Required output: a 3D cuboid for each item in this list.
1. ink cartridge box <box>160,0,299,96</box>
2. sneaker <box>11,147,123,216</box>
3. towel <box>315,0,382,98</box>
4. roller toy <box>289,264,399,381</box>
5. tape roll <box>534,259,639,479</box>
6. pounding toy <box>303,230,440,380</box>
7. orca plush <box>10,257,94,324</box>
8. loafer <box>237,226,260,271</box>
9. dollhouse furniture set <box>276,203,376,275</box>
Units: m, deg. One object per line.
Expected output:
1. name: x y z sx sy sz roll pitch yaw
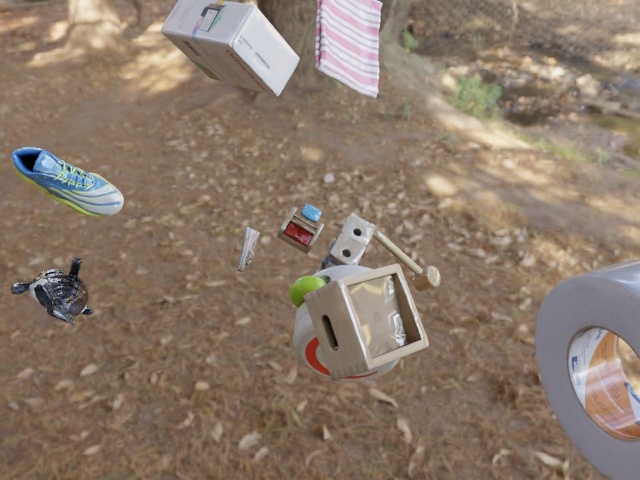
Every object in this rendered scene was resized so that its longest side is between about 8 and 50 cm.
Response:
1. ink cartridge box: -0.218 -0.473 1.589 0.278 0.201 0.117 24 80 39
2. sneaker: -0.529 -0.120 1.350 0.240 0.091 0.126 22 -7 -3
3. towel: 0.053 -0.364 1.165 0.144 0.197 0.029 15 -19 -39
4. roller toy: 0.052 0.153 1.156 0.209 0.191 0.146 -1 45 6
5. tape roll: 0.313 0.132 0.653 0.072 0.219 0.219 -12 25 -19
6. pounding toy: 0.082 0.085 0.963 0.206 0.181 0.094 -11 -13 -41
7. orca plush: -0.482 0.073 1.205 0.151 0.102 0.287 21 -6 -10
8. loafer: -0.177 0.024 1.624 0.039 0.045 0.125 16 57 -13
9. dollhouse furniture set: 0.000 0.000 1.464 0.183 0.129 0.129 30 55 -1
